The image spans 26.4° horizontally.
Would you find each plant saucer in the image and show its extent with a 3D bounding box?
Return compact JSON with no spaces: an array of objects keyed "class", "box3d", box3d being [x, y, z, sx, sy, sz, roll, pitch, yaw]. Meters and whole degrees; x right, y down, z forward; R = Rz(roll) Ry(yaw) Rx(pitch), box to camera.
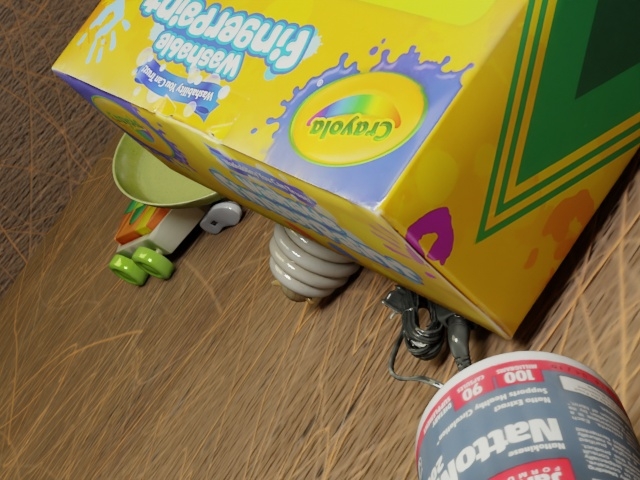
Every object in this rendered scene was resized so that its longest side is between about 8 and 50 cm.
[{"class":"plant saucer","box3d":[-0.143,-0.119,1.701,0.241,0.037,0.241,-15,42,14]}]

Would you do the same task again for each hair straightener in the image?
[{"class":"hair straightener","box3d":[0.085,0.037,0.968,0.089,0.047,0.230,-46,23,29]}]

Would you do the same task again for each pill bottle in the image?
[{"class":"pill bottle","box3d":[0.102,0.137,0.602,0.108,0.108,0.180,-49,18,19]}]

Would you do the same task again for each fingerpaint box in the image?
[{"class":"fingerpaint box","box3d":[0.056,-0.182,0.985,0.445,0.163,0.371,25,78,51]}]

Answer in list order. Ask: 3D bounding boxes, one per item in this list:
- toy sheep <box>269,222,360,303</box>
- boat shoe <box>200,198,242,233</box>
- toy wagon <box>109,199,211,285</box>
[{"class":"toy sheep","box3d":[0.000,0.000,1.184,0.091,0.091,0.132,-87,17,-60]},{"class":"boat shoe","box3d":[-0.117,-0.036,1.662,0.035,0.035,0.100,-65,13,-22]},{"class":"toy wagon","box3d":[-0.204,-0.065,1.892,0.267,0.068,0.344,-60,18,-18]}]
